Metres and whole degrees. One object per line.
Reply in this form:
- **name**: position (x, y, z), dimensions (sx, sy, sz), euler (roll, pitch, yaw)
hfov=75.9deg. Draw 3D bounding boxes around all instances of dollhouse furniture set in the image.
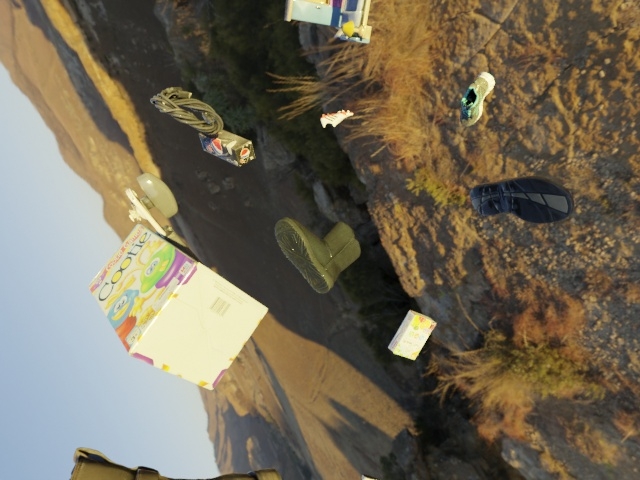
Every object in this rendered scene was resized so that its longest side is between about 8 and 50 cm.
- **dollhouse furniture set**: position (0.036, -0.767, 1.232), dimensions (0.303, 0.198, 0.286), euler (-124, 38, -55)

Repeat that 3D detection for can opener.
- **can opener**: position (-0.309, -0.008, 0.872), dimensions (0.074, 0.093, 0.280), euler (38, 158, 54)

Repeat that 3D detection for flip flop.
- **flip flop**: position (0.485, -0.105, 1.000), dimensions (0.277, 0.080, 0.112), euler (11, 119, 68)

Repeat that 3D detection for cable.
- **cable**: position (-0.310, -0.298, 0.963), dimensions (0.151, 0.047, 0.184), euler (39, -160, -7)

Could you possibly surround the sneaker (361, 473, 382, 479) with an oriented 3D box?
- **sneaker**: position (0.083, 0.403, 0.658), dimensions (0.040, 0.043, 0.109), euler (4, 152, 24)

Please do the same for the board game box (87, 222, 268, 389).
- **board game box**: position (-0.239, 0.091, 0.655), dimensions (0.275, 0.142, 0.144), euler (20, 161, 50)

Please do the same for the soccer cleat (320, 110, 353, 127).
- **soccer cleat**: position (0.042, -0.307, 1.037), dimensions (0.029, 0.084, 0.035), euler (-66, -32, -76)

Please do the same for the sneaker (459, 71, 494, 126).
- **sneaker**: position (0.410, -0.376, 1.126), dimensions (0.065, 0.076, 0.166), euler (42, 155, 24)

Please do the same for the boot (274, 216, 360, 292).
- **boot**: position (0.000, 0.000, 1.174), dimensions (0.094, 0.207, 0.246), euler (-22, 108, 43)

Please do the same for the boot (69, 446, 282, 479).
- **boot**: position (-0.130, 0.310, 0.352), dimensions (0.091, 0.229, 0.263), euler (-62, 30, 20)

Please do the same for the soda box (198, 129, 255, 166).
- **soda box**: position (-0.257, -0.258, 1.119), dimensions (0.169, 0.060, 0.053), euler (28, 141, 34)

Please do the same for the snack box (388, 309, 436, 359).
- **snack box**: position (0.290, 0.299, 1.298), dimensions (0.100, 0.141, 0.037), euler (25, -172, -29)
